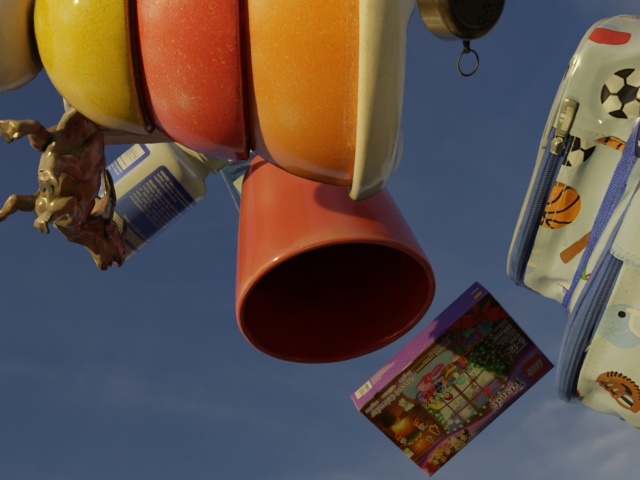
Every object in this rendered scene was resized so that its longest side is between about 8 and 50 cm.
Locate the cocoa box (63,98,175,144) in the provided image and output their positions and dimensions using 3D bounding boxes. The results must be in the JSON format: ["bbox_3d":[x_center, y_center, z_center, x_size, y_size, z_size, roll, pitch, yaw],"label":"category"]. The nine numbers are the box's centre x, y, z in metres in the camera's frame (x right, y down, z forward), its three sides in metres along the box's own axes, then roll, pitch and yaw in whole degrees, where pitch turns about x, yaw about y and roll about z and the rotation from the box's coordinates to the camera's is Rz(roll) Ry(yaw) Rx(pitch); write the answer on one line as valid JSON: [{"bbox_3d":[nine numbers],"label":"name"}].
[{"bbox_3d":[-0.267,-0.341,1.228,0.232,0.227,0.347,-4,-40,-8],"label":"cocoa box"}]

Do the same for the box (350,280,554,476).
[{"bbox_3d":[0.226,0.238,1.427,0.293,0.057,0.201,-43,-68,3],"label":"box"}]

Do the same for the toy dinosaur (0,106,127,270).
[{"bbox_3d":[-0.338,-0.093,1.159,0.200,0.127,0.295,-30,-34,-54],"label":"toy dinosaur"}]

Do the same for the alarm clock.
[{"bbox_3d":[0.202,-0.324,1.167,0.129,0.064,0.192,-19,-66,-29],"label":"alarm clock"}]

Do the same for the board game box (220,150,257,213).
[{"bbox_3d":[-0.099,-0.057,1.609,0.098,0.303,0.224,-27,-65,-9],"label":"board game box"}]

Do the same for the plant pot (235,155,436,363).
[{"bbox_3d":[0.000,0.000,1.174,0.275,0.243,0.274,-9,-41,-7],"label":"plant pot"}]

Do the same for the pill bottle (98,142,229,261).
[{"bbox_3d":[-0.301,-0.097,1.499,0.272,0.152,0.152,-39,-44,-4],"label":"pill bottle"}]

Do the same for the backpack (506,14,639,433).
[{"bbox_3d":[0.232,-0.006,0.494,0.277,0.213,0.263,-15,-60,-49],"label":"backpack"}]

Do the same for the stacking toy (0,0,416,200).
[{"bbox_3d":[-0.156,-0.215,0.846,0.480,0.350,0.350,0,-45,0],"label":"stacking toy"}]
